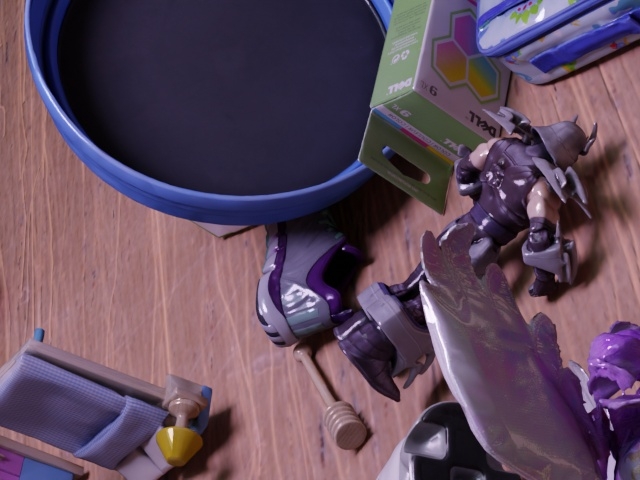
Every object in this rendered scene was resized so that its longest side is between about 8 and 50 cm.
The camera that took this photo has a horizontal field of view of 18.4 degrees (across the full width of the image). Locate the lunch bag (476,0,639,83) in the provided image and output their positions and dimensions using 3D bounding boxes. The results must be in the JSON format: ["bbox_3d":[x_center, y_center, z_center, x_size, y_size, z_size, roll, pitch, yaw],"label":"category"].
[{"bbox_3d":[0.236,-0.242,1.735,0.219,0.090,0.176,-24,48,44],"label":"lunch bag"}]

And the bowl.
[{"bbox_3d":[-0.086,-0.188,1.890,0.077,0.391,0.391,106,176,-60],"label":"bowl"}]

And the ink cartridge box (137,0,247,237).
[{"bbox_3d":[-0.109,-0.208,2.060,0.119,0.207,0.353,-21,46,44],"label":"ink cartridge box"}]

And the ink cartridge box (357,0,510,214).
[{"bbox_3d":[0.111,-0.143,1.796,0.062,0.109,0.209,-20,47,46],"label":"ink cartridge box"}]

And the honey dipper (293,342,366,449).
[{"bbox_3d":[0.003,0.136,1.779,0.030,0.030,0.161,-52,28,9],"label":"honey dipper"}]

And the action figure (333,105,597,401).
[{"bbox_3d":[0.131,0.002,1.663,0.285,0.099,0.185,-47,26,10],"label":"action figure"}]

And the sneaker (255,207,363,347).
[{"bbox_3d":[0.000,0.000,1.878,0.098,0.083,0.224,-13,52,20],"label":"sneaker"}]

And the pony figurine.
[{"bbox_3d":[0.221,0.160,1.271,0.363,0.303,0.351,-23,52,21],"label":"pony figurine"}]

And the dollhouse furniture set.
[{"bbox_3d":[-0.294,0.221,1.863,0.303,0.286,0.198,-40,34,46],"label":"dollhouse furniture set"}]

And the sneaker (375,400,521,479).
[{"bbox_3d":[0.081,0.297,1.468,0.146,0.122,0.330,-48,29,49],"label":"sneaker"}]
